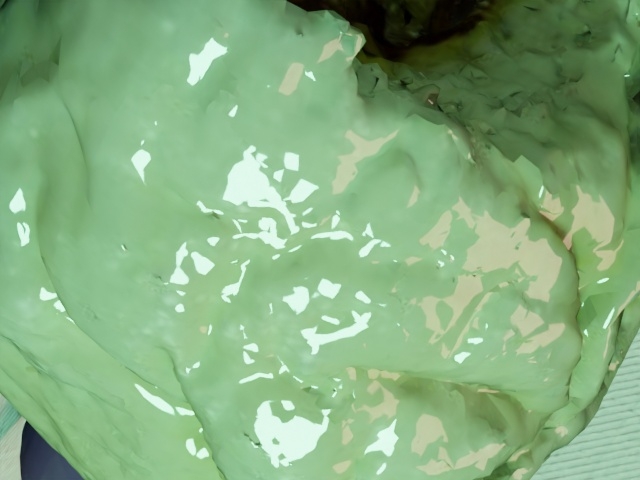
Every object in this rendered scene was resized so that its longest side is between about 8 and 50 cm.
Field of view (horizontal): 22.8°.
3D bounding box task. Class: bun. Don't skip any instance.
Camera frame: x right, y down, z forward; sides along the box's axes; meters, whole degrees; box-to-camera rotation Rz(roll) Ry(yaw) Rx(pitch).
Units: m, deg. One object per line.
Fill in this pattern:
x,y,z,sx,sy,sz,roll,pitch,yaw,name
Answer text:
0.019,-0.032,0.479,0.281,0.204,0.281,-55,180,0,bun

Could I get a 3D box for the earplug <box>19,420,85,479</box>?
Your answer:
0.000,0.000,0.854,0.456,0.215,0.215,-61,176,37,earplug
